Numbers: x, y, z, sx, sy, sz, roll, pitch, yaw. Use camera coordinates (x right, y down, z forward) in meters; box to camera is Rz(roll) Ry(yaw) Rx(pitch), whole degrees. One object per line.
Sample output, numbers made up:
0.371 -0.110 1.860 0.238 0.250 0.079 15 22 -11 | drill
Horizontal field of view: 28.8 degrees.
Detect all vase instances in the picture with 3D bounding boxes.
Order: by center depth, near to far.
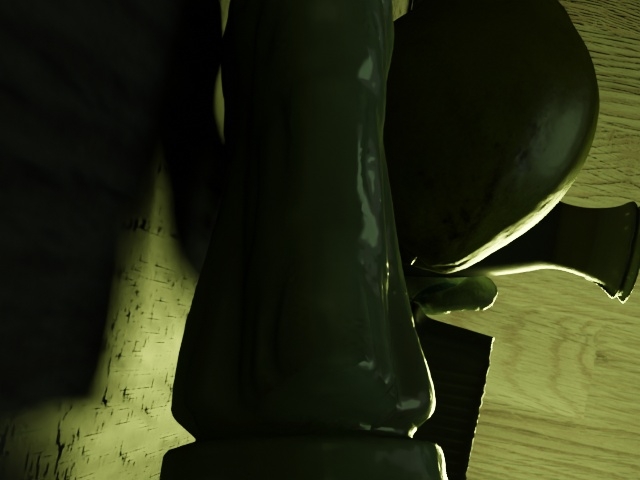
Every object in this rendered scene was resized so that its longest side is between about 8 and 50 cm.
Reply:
0.217 -0.021 1.476 0.173 0.321 0.173 11 90 -84 | vase

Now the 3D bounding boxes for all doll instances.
0.131 0.056 1.583 0.103 0.214 0.072 -29 120 -30 | doll

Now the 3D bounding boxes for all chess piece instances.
-0.008 0.027 0.512 0.176 0.175 0.298 75 14 -76 | chess piece

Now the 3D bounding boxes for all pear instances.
0.124 -0.100 1.058 0.212 0.212 0.269 74 37 -76 | pear

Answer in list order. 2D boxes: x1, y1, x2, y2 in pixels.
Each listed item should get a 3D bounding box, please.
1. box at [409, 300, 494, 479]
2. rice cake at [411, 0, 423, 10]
0.101 0.199 1.492 0.138 0.178 0.274 -54 155 -76 | box
0.141 -0.331 1.491 0.055 0.049 0.270 -115 -149 -63 | rice cake
